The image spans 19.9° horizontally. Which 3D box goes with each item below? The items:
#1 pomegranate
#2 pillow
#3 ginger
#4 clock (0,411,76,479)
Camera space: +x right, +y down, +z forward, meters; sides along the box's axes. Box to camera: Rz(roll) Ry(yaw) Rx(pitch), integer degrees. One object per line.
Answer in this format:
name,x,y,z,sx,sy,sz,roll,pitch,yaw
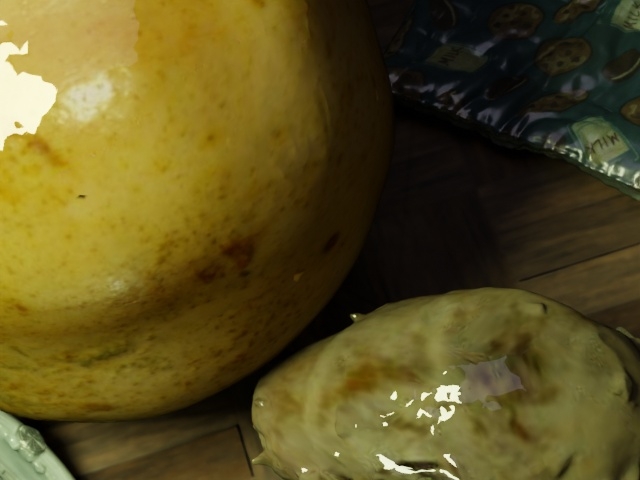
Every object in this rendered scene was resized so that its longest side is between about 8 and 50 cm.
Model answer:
pomegranate,-0.158,-0.087,1.076,0.416,0.416,0.416,-4,55,6
pillow,0.178,-0.130,1.267,0.255,0.034,0.189,22,62,22
ginger,0.064,0.168,1.024,0.244,0.155,0.304,12,66,8
clock,-0.220,0.181,1.039,0.053,0.236,0.236,-42,49,30
